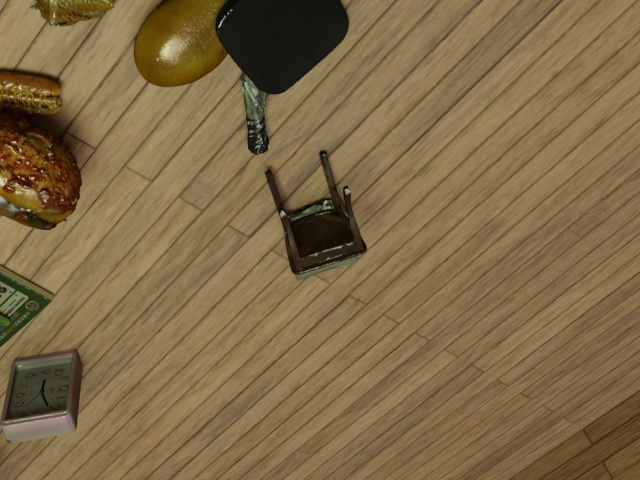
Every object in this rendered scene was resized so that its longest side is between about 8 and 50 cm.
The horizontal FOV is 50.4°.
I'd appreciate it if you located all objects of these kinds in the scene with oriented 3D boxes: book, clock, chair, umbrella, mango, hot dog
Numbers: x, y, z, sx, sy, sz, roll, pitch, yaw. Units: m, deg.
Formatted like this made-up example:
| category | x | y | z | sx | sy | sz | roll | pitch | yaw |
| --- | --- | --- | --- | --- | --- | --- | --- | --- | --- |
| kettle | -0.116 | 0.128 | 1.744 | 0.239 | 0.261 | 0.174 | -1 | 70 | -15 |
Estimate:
| category | x | y | z | sx | sy | sz | roll | pitch | yaw |
| --- | --- | --- | --- | --- | --- | --- | --- | --- | --- |
| book | -0.728 | 0.113 | 1.408 | 0.202 | 0.027 | 0.264 | -39 | 127 | 17 |
| clock | -0.618 | 0.343 | 1.512 | 0.150 | 0.197 | 0.063 | -8 | 128 | -8 |
| chair | 0.000 | 0.000 | 1.406 | 0.160 | 0.186 | 0.319 | -19 | 129 | -5 |
| umbrella | -0.118 | -0.250 | 1.260 | 0.050 | 0.046 | 0.188 | -10 | 125 | -11 |
| mango | -0.211 | -0.346 | 1.126 | 0.227 | 0.099 | 0.136 | -43 | 126 | 9 |
| hot dog | -0.526 | -0.250 | 1.151 | 0.165 | 0.045 | 0.071 | 3 | 129 | -18 |

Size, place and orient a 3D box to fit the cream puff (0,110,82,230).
| category | x | y | z | sx | sy | sz | roll | pitch | yaw |
| --- | --- | --- | --- | --- | --- | --- | --- | --- | --- |
| cream puff | -0.505 | -0.123 | 1.146 | 0.164 | 0.240 | 0.240 | -45 | 128 | -1 |

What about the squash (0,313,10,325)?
| category | x | y | z | sx | sy | sz | roll | pitch | yaw |
| --- | --- | --- | --- | --- | --- | --- | --- | --- | --- |
| squash | -0.685 | 0.154 | 1.415 | 0.027 | 0.027 | 0.089 | -30 | 130 | 10 |

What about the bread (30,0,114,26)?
| category | x | y | z | sx | sy | sz | roll | pitch | yaw |
| --- | --- | --- | --- | --- | --- | --- | --- | --- | --- |
| bread | -0.373 | -0.392 | 1.014 | 0.127 | 0.152 | 0.147 | 1 | 119 | -17 |

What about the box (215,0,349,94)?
| category | x | y | z | sx | sy | sz | roll | pitch | yaw |
| --- | --- | --- | --- | --- | --- | --- | --- | --- | --- |
| box | -0.060 | -0.361 | 1.143 | 0.212 | 0.042 | 0.201 | -46 | 137 | -4 |
